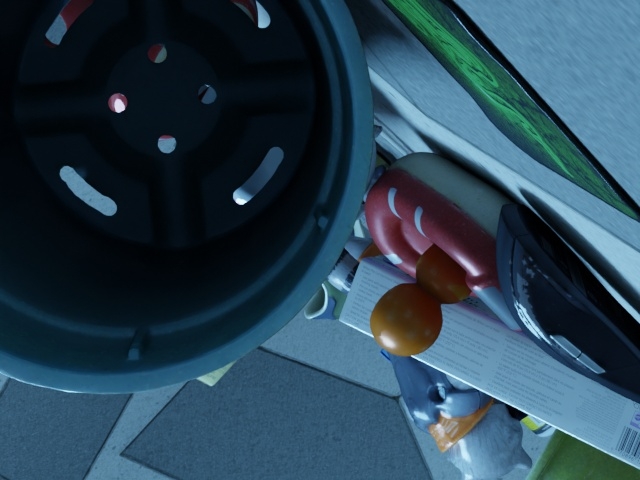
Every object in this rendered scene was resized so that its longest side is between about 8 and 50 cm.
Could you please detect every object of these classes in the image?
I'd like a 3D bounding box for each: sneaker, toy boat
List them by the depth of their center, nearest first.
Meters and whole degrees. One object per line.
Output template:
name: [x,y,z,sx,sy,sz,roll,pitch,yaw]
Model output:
toy boat: [0.099,0.029,1.453,0.151,0.151,0.231,44,179,-24]
sneaker: [0.000,0.000,1.890,0.064,0.086,0.192,-131,24,-65]

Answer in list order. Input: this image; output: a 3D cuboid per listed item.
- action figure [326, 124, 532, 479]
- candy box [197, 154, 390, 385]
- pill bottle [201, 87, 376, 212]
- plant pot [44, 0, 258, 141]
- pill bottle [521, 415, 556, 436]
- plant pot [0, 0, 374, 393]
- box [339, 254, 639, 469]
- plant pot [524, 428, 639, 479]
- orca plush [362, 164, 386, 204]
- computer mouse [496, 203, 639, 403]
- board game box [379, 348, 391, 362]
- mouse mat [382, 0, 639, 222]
action figure: [0.089,0.097,1.731,0.330,0.178,0.341,59,153,19]
candy box: [-0.086,-0.017,1.993,0.183,0.316,0.087,43,180,19]
pill bottle: [-0.071,-0.019,1.601,0.160,0.160,0.283,43,143,7]
plant pot: [-0.166,-0.191,1.571,0.174,0.191,0.191,39,177,27]
pill bottle: [0.242,0.148,2.207,0.184,0.103,0.103,43,179,-4]
plant pot: [-0.130,-0.091,1.273,0.341,0.341,0.334,43,-173,-3]
box: [0.172,0.105,1.546,0.324,0.067,0.063,24,-167,23]
plant pot: [0.346,0.323,2.014,0.254,0.276,0.276,31,177,10]
orca plush: [0.142,0.042,1.893,0.287,0.151,0.102,44,-148,11]
computer mouse: [0.207,0.097,1.285,0.262,0.060,0.184,43,-162,-21]
board game box: [0.172,0.117,1.992,0.039,0.160,0.211,42,180,-32]
mouse mat: [0.094,-0.086,0.995,0.189,0.007,0.152,44,179,-28]
